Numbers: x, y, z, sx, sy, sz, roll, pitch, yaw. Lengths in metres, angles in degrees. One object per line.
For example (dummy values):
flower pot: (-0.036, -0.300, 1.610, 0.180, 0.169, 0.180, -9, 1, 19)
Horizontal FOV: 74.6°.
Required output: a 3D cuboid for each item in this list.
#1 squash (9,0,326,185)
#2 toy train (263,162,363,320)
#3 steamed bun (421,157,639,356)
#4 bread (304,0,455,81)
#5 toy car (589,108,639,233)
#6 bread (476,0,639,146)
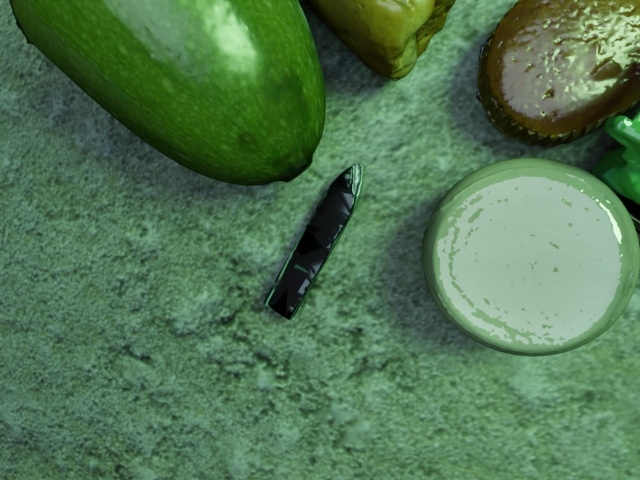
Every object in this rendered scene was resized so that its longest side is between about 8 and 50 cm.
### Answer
squash: (-0.136, -0.201, 0.517, 0.310, 0.310, 0.309, -36, 89, 15)
toy train: (0.000, 0.000, 0.633, 0.055, 0.048, 0.252, 32, 96, 14)
steamed bun: (0.247, 0.019, 0.520, 0.231, 0.145, 0.232, 0, 91, 23)
bread: (0.022, -0.368, 0.516, 0.148, 0.195, 0.344, -39, 85, -6)
toy car: (0.460, -0.068, 0.435, 0.358, 0.176, 0.214, 38, 104, 3)
bread: (0.295, -0.214, 0.506, 0.198, 0.104, 0.200, 2, 96, 15)
